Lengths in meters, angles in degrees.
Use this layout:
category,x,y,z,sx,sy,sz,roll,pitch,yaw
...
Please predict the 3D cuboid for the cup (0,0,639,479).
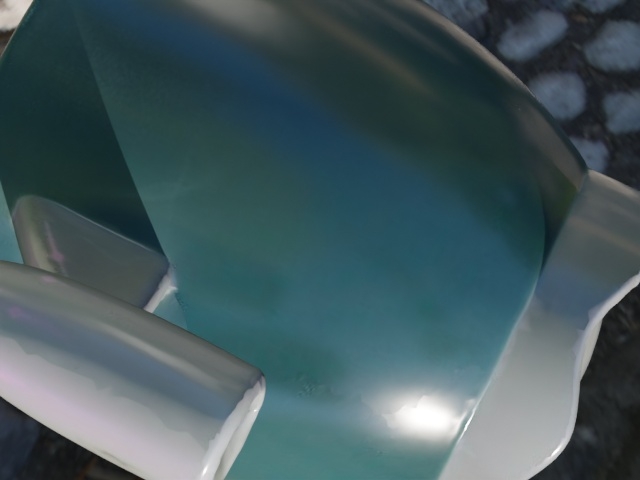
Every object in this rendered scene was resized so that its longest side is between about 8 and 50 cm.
category,x,y,z,sx,sy,sz,roll,pitch,yaw
cup,0.000,0.000,0.463,0.173,0.300,0.167,25,110,7
